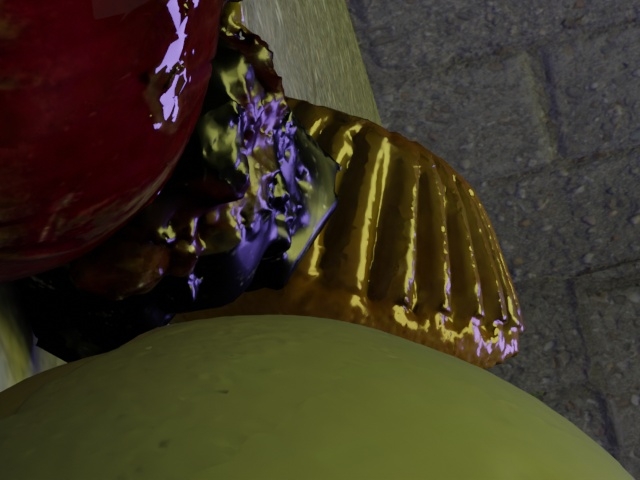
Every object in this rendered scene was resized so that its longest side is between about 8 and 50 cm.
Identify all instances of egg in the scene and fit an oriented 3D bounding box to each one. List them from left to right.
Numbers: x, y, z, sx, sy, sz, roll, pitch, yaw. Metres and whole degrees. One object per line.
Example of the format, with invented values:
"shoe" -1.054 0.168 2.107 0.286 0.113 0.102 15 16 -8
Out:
"egg" -0.023 0.170 0.409 0.345 0.283 0.283 -47 124 -69

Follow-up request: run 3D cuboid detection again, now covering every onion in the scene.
"onion" -0.116 -0.103 0.537 0.246 0.190 0.246 173 -90 -80

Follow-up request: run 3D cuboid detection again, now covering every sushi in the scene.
"sushi" -0.084 -0.044 0.781 0.172 0.153 0.150 -57 166 -28

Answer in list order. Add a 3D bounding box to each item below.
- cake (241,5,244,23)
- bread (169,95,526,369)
"cake" -0.145 -0.164 1.010 0.220 0.116 0.086 37 -29 46
"bread" 0.000 0.000 0.977 0.274 0.274 0.149 2 104 -83
